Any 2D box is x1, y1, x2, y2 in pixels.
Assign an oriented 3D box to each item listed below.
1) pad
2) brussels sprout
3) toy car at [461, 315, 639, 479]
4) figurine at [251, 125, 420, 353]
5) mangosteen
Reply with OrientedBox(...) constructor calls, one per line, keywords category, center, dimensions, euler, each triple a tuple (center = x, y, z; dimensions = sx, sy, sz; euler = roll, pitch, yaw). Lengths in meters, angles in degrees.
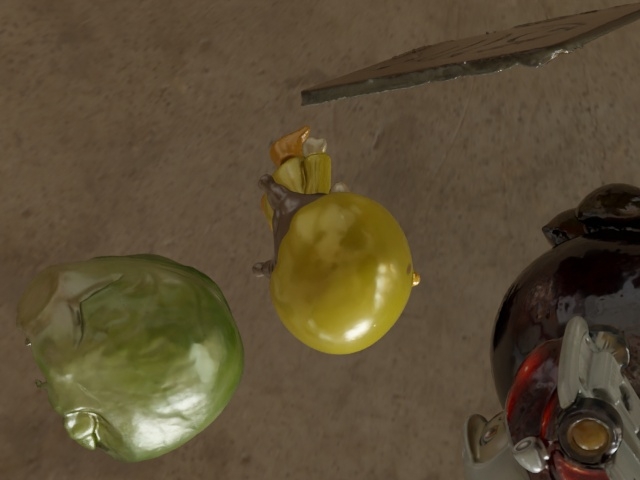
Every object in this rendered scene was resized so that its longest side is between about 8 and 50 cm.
OrientedBox(category="pad", center=(0.161, -0.187, 1.221), dimensions=(0.284, 0.286, 0.018), euler=(-5, 105, 38))
OrientedBox(category="brussels sprout", center=(-0.133, 0.079, 0.946), dimensions=(0.145, 0.131, 0.183), euler=(-24, 131, 5))
OrientedBox(category="toy car", center=(0.136, 0.126, 0.694), dimensions=(0.112, 0.112, 0.139), euler=(-30, 99, 24))
OrientedBox(category="figurine", center=(0.000, 0.000, 1.636), dimensions=(0.187, 0.344, 0.215), euler=(-14, 123, -12))
OrientedBox(category="mangosteen", center=(0.327, 0.087, 1.253), dimensions=(0.306, 0.307, 0.347), euler=(8, 77, 5))
